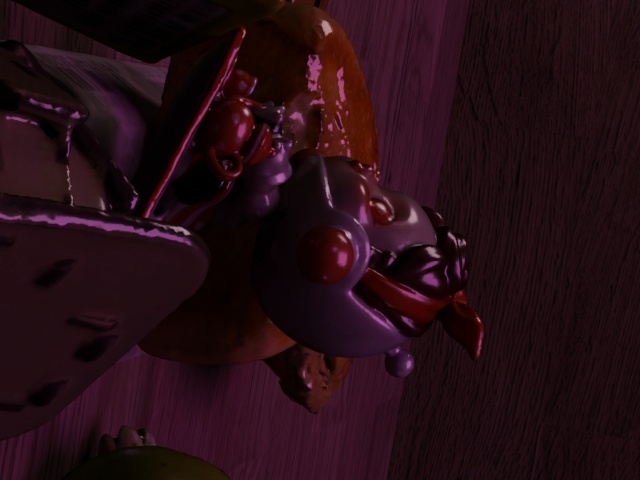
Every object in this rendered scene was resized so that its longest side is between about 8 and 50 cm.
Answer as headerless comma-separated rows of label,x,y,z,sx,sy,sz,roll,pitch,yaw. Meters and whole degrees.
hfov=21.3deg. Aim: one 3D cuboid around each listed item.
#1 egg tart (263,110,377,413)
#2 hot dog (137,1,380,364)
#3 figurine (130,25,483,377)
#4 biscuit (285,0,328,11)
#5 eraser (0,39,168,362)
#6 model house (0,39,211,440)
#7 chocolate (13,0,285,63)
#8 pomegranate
egg tart,-0.022,0.004,1.693,0.352,0.150,0.352,7,90,-83
hot dog,-0.044,-0.034,1.196,0.153,0.150,0.257,25,73,-67
figurine,0.000,0.000,1.024,0.160,0.226,0.183,-62,-169,-4
biscuit,0.010,-0.345,1.801,0.278,0.043,0.301,82,21,-54
eraser,-0.145,-0.027,1.248,0.397,0.082,0.213,-15,115,-77
model house,-0.209,-0.059,0.882,0.205,0.218,0.279,11,50,-41
chocolate,-0.090,-0.262,0.941,0.301,0.137,0.289,179,-78,-72
pomegranate,-0.141,0.226,1.336,0.210,0.180,0.180,-108,-169,-45
